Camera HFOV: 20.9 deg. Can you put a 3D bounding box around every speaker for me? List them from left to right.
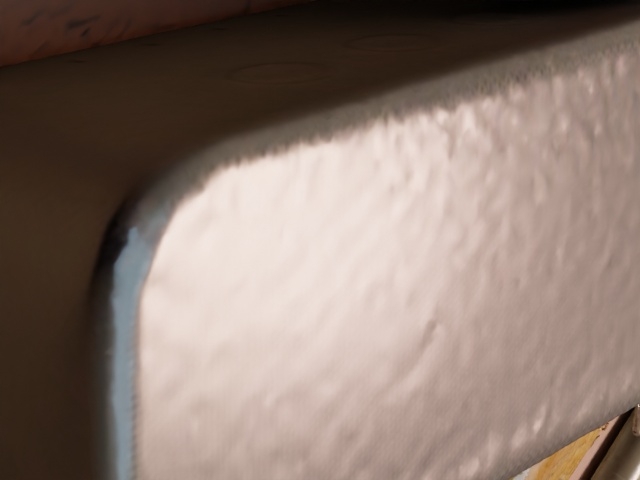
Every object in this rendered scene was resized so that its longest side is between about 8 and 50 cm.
[{"bbox_3d":[0.000,0.000,0.708,0.406,0.184,0.183,-19,118,-47],"label":"speaker"}]

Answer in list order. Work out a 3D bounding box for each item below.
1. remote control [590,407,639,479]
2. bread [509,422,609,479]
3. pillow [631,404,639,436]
[{"bbox_3d":[0.203,0.229,1.300,0.309,0.038,0.090,-56,145,-13],"label":"remote control"},{"bbox_3d":[0.116,0.123,1.073,0.106,0.082,0.125,-49,156,-4],"label":"bread"},{"bbox_3d":[0.275,0.029,1.238,0.128,0.051,0.229,-15,117,-38],"label":"pillow"}]
